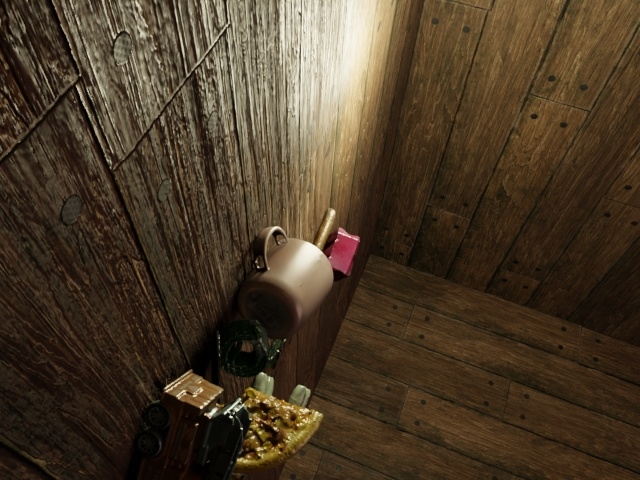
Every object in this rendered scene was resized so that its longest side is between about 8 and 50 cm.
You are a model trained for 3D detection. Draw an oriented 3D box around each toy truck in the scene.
[{"bbox_3d":[-0.260,0.444,1.118,0.133,0.184,0.338,-21,129,-76],"label":"toy truck"}]

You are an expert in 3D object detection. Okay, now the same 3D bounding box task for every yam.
[{"bbox_3d":[0.000,0.000,2.091,0.046,0.046,0.264,80,30,-70],"label":"yam"}]

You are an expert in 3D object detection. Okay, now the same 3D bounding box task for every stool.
[{"bbox_3d":[-0.150,0.564,1.940,0.195,0.195,0.199,79,27,-70],"label":"stool"}]

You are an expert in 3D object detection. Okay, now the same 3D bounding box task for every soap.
[{"bbox_3d":[0.047,0.057,2.103,0.250,0.099,0.162,150,-42,-72],"label":"soap"}]

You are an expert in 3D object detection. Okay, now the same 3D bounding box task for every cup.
[{"bbox_3d":[-0.100,0.097,1.417,0.200,0.191,0.253,-51,128,-55],"label":"cup"}]

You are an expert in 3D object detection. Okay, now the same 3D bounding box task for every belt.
[{"bbox_3d":[-0.178,0.245,1.357,0.079,0.121,0.151,-91,-169,-53],"label":"belt"}]

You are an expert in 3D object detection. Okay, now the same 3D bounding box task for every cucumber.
[{"bbox_3d":[-0.130,0.320,2.002,0.044,0.043,0.257,96,15,-71],"label":"cucumber"}]

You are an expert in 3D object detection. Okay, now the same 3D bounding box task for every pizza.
[{"bbox_3d":[-0.151,0.604,1.759,0.087,0.268,0.258,110,0,-63],"label":"pizza"}]

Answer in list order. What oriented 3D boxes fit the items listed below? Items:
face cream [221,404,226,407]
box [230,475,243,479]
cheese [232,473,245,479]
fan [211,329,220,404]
[{"bbox_3d":[-0.271,0.445,1.367,0.273,0.078,0.078,48,61,-79],"label":"face cream"},{"bbox_3d":[-0.336,0.869,1.777,0.274,0.091,0.221,3,107,-79],"label":"box"},{"bbox_3d":[-0.335,0.929,2.003,0.127,0.054,0.251,97,16,-51],"label":"cheese"},{"bbox_3d":[-0.231,0.346,1.277,0.223,0.012,0.294,-107,-158,-48],"label":"fan"}]
